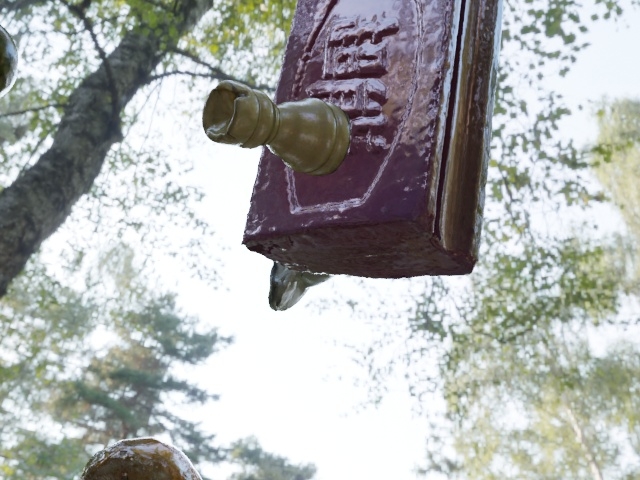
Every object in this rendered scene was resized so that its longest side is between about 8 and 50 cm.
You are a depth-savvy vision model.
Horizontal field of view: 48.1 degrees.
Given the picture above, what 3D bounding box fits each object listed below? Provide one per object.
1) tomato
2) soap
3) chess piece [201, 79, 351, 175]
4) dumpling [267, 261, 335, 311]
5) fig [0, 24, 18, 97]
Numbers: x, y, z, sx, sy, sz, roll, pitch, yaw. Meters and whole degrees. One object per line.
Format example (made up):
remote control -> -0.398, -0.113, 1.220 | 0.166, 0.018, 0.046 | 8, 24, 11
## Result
tomato -> -0.318, 0.413, 1.205 | 0.214, 0.155, 0.181 | -25, 3, -3
soap -> 0.064, -0.140, 0.793 | 0.232, 0.360, 0.128 | -7, -28, 36
chess piece -> -0.036, -0.096, 0.593 | 0.066, 0.066, 0.122 | -28, -25, 36
dumpling -> 0.000, 0.000, 1.008 | 0.142, 0.247, 0.172 | 30, -21, 24
fig -> -0.584, -0.290, 1.205 | 0.151, 0.152, 0.259 | 22, -8, -19
